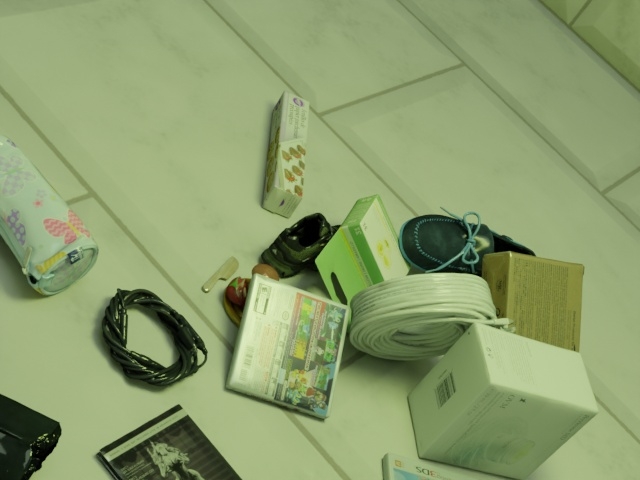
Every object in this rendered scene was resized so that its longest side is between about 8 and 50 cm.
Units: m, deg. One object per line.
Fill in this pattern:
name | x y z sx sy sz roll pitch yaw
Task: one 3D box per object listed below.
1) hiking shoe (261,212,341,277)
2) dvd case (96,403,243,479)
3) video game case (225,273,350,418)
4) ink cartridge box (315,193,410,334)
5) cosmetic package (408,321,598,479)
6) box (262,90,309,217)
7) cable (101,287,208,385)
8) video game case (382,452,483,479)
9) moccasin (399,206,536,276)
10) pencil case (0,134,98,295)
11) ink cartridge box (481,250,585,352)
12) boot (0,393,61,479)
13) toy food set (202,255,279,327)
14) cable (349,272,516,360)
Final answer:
hiking shoe | 0.000 0.000 2.028 0.227 0.114 0.086 -18 62 -46
dvd case | -0.196 0.355 1.582 0.221 0.018 0.164 48 40 14
video game case | -0.051 0.175 1.817 0.183 0.023 0.201 21 64 -18
ink cartridge box | 0.083 0.043 2.028 0.171 0.056 0.235 65 30 -20
cosmetic package | 0.309 0.281 1.873 0.225 0.224 0.138 16 41 -23
box | -0.068 -0.178 2.208 0.063 0.067 0.324 22 40 -17
cable | -0.274 0.151 1.725 0.150 0.047 0.184 -27 71 -44
video game case | 0.194 0.457 1.764 0.193 0.023 0.212 20 40 -19
moccasin | 0.303 0.003 2.192 0.342 0.117 0.137 5 82 -43
pencil case | -0.468 -0.041 1.720 0.124 0.113 0.273 -31 71 -29
ink cartridge box | 0.405 0.150 2.109 0.193 0.088 0.234 11 79 -30
boot | -0.442 0.217 1.475 0.207 0.094 0.246 27 45 -6
toy food set | -0.093 0.102 1.884 0.218 0.071 0.128 42 38 8
cable | 0.176 0.132 1.900 0.257 0.257 0.089 19 57 -39
